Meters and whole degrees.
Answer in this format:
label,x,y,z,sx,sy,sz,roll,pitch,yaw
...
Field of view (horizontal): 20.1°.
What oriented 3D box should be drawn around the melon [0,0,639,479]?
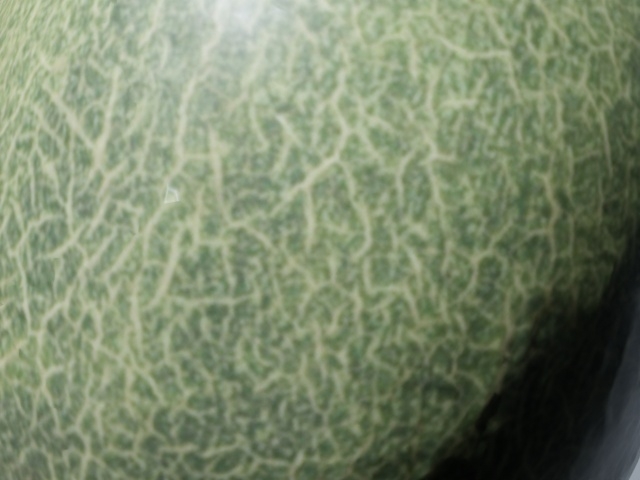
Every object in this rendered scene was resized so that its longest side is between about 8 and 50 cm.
label,x,y,z,sx,sy,sz,roll,pitch,yaw
melon,0.000,0.000,0.562,0.237,0.237,0.301,23,106,26
